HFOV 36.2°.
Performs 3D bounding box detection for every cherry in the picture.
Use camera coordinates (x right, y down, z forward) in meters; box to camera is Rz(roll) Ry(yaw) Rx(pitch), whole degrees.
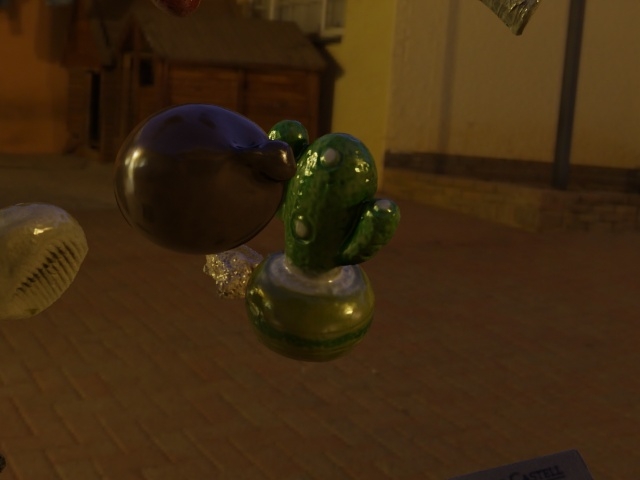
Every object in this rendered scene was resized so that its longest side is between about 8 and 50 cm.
[{"bbox_3d":[-0.254,-0.453,1.701,0.090,0.107,0.225,-34,-1,-13],"label":"cherry"}]

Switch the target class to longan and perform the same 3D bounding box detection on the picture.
[{"bbox_3d":[-0.118,-0.067,1.023,0.204,0.159,0.185,-10,-12,27],"label":"longan"}]

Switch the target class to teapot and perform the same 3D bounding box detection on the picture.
[{"bbox_3d":[0.182,-0.252,0.978,0.083,0.067,0.057,31,30,7],"label":"teapot"}]

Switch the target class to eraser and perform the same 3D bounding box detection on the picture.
[{"bbox_3d":[0.276,0.438,1.594,0.352,0.077,0.111,-11,49,-11],"label":"eraser"}]

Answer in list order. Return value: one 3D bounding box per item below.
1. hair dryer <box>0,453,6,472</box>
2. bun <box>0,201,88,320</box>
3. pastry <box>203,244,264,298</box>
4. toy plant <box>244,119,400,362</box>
[{"bbox_3d":[-0.524,0.319,1.389,0.071,0.124,0.219,-39,-6,-40],"label":"hair dryer"},{"bbox_3d":[-0.553,0.025,1.776,0.160,0.259,0.259,38,16,12],"label":"bun"},{"bbox_3d":[-0.163,0.059,1.954,0.121,0.089,0.258,9,9,-15],"label":"pastry"},{"bbox_3d":[0.000,0.000,1.336,0.224,0.316,0.184,28,37,31],"label":"toy plant"}]
